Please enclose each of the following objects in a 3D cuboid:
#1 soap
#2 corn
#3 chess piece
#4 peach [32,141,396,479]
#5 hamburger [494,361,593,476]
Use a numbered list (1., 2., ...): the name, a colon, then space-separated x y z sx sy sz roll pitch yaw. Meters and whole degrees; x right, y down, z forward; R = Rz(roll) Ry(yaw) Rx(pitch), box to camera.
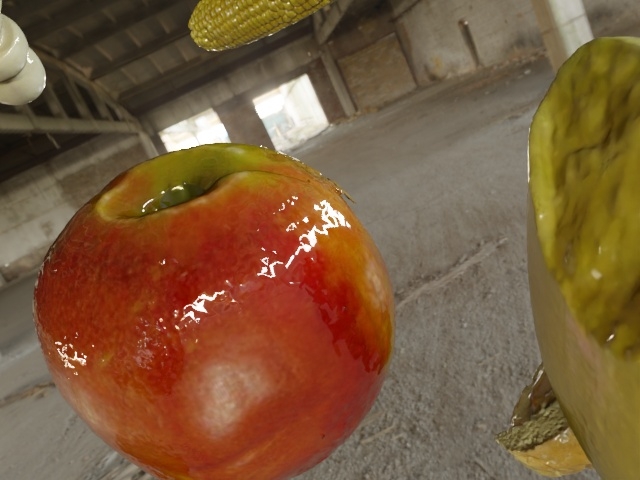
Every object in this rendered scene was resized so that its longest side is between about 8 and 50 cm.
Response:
1. soap: 0.260 0.064 0.452 0.115 0.427 0.306 -15 27 0
2. corn: -0.070 -0.320 0.689 0.260 0.091 0.091 -8 -2 37
3. chess piece: -0.567 -0.341 0.883 0.167 0.167 0.299 -27 -15 -9
4. peach: -0.097 0.088 0.542 0.373 0.372 0.290 -27 36 -7
5. hamburger: 0.348 0.234 0.682 0.208 0.155 0.135 -41 8 -14
